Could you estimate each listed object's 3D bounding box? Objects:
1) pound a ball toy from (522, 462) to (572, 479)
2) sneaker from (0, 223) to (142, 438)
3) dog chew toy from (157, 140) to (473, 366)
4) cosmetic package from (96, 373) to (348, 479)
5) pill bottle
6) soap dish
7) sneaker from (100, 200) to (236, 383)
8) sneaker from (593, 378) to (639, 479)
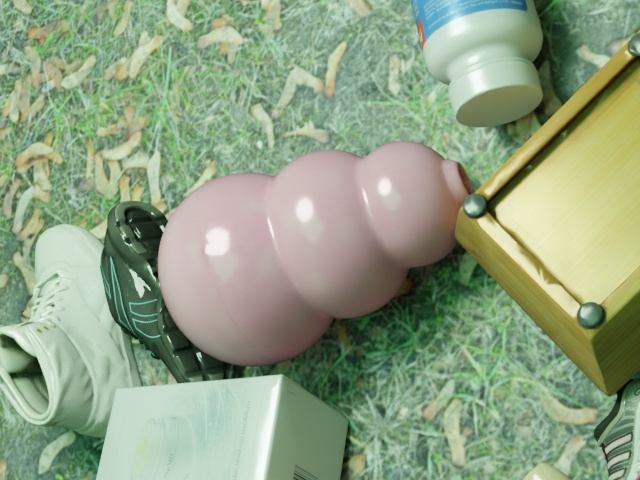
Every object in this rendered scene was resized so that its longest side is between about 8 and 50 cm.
[{"bbox_3d":[0.074,0.281,1.254,0.136,0.319,0.208,54,123,31],"label":"pound a ball toy"},{"bbox_3d":[-0.313,0.091,1.620,0.108,0.169,0.292,-36,60,23],"label":"sneaker"},{"bbox_3d":[0.000,0.000,1.425,0.332,0.206,0.206,-23,66,18],"label":"dog chew toy"},{"bbox_3d":[-0.113,0.271,1.432,0.224,0.138,0.224,-9,59,33],"label":"cosmetic package"},{"bbox_3d":[0.157,-0.234,1.415,0.124,0.124,0.221,-23,66,27],"label":"pill bottle"},{"bbox_3d":[0.286,-0.040,1.264,0.291,0.118,0.229,-45,58,6],"label":"soap dish"},{"bbox_3d":[-0.180,0.082,1.595,0.106,0.101,0.267,-53,54,38],"label":"sneaker"},{"bbox_3d":[0.285,0.201,1.262,0.075,0.063,0.170,-149,66,-62],"label":"sneaker"}]
